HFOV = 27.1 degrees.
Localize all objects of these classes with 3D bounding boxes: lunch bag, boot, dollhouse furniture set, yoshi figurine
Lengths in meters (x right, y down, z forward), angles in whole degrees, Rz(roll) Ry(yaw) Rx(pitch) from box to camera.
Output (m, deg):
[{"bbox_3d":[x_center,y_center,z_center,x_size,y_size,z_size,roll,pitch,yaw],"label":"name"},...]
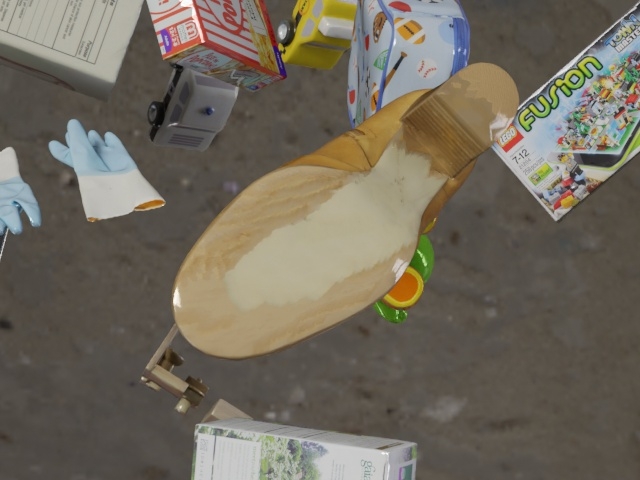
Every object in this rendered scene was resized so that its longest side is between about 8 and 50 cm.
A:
[{"bbox_3d":[0.098,-0.192,1.586,0.115,0.303,0.243,3,119,-5],"label":"lunch bag"},{"bbox_3d":[0.000,-0.001,0.907,0.295,0.104,0.211,-39,180,-25],"label":"boot"},{"bbox_3d":[-0.142,0.170,1.757,0.151,0.123,0.144,32,160,-3],"label":"dollhouse furniture set"},{"bbox_3d":[0.106,0.011,1.902,0.204,0.203,0.362,-30,-176,-6],"label":"yoshi figurine"}]

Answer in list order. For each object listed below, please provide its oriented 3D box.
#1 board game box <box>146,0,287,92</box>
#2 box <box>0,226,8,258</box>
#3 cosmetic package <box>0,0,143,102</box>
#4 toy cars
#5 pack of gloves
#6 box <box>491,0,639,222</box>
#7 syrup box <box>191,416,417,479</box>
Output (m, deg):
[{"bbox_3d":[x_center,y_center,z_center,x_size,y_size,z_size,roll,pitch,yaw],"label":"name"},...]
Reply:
[{"bbox_3d":[-0.105,-0.226,1.239,0.045,0.146,0.193,-20,171,19],"label":"board game box"},{"bbox_3d":[-0.535,0.025,1.734,0.216,0.270,0.060,17,170,-25],"label":"box"},{"bbox_3d":[-0.356,-0.284,1.519,0.296,0.153,0.129,21,171,-10],"label":"cosmetic package"},{"bbox_3d":[-0.071,-0.243,1.777,0.394,0.087,0.176,-33,136,1],"label":"toy cars"},{"bbox_3d":[-0.290,-0.078,1.397,0.195,0.232,0.046,-12,117,-18],"label":"pack of gloves"},{"bbox_3d":[0.273,-0.126,1.299,0.207,0.114,0.036,-42,171,7],"label":"box"},{"bbox_3d":[-0.019,0.258,1.463,0.237,0.093,0.096,4,180,24],"label":"syrup box"}]
